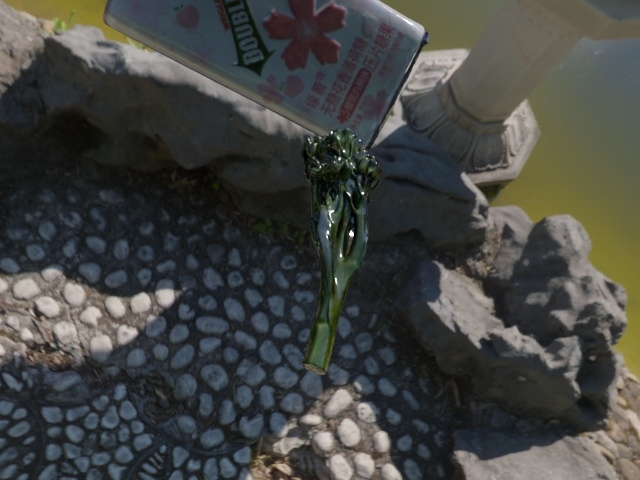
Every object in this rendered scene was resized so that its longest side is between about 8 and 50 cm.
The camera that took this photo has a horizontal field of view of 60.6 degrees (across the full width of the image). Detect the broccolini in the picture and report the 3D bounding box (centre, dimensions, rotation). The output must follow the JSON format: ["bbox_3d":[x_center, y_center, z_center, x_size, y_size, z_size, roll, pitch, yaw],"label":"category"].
[{"bbox_3d":[0.020,0.003,0.427,0.068,0.091,0.203,-2,63,2],"label":"broccolini"}]

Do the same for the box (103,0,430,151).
[{"bbox_3d":[-0.058,-0.266,0.694,0.369,0.112,0.190,24,102,-14],"label":"box"}]
